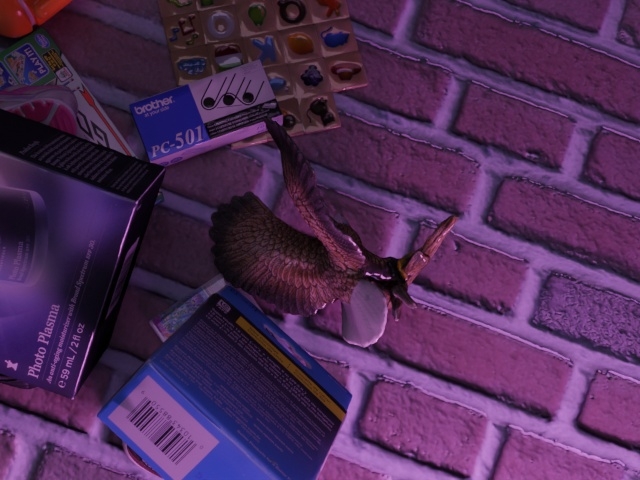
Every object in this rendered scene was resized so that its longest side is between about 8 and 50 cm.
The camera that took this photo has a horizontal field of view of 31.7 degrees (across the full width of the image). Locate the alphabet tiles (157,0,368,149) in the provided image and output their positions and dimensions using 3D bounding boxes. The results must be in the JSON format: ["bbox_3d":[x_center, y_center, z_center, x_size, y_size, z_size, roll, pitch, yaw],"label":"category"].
[{"bbox_3d":[-0.092,-0.315,1.732,0.285,0.011,0.342,-13,77,-7],"label":"alphabet tiles"}]

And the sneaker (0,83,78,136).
[{"bbox_3d":[-0.446,-0.158,1.583,0.252,0.111,0.103,-6,117,11],"label":"sneaker"}]

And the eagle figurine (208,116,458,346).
[{"bbox_3d":[-0.001,-0.002,1.570,0.298,0.225,0.226,28,83,-10],"label":"eagle figurine"}]

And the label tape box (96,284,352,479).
[{"bbox_3d":[-0.106,0.213,1.456,0.249,0.347,0.115,43,106,-1],"label":"label tape box"}]

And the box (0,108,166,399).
[{"bbox_3d":[-0.398,0.006,1.472,0.294,0.183,0.296,20,108,-2],"label":"box"}]

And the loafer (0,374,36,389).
[{"bbox_3d":[-0.486,0.147,1.553,0.223,0.078,0.076,18,76,1],"label":"loafer"}]

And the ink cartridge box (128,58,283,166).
[{"bbox_3d":[-0.168,-0.186,1.664,0.207,0.046,0.097,-20,77,-8],"label":"ink cartridge box"}]

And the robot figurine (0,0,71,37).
[{"bbox_3d":[-0.432,-0.389,1.670,0.219,0.128,0.158,-42,90,-13],"label":"robot figurine"}]

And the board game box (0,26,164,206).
[{"bbox_3d":[-0.405,-0.130,1.646,0.213,0.046,0.317,-35,81,-12],"label":"board game box"}]

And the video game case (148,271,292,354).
[{"bbox_3d":[-0.143,0.140,1.609,0.143,0.019,0.157,-34,81,-11],"label":"video game case"}]

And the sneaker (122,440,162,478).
[{"bbox_3d":[-0.141,0.310,1.491,0.281,0.162,0.106,23,75,2],"label":"sneaker"}]
